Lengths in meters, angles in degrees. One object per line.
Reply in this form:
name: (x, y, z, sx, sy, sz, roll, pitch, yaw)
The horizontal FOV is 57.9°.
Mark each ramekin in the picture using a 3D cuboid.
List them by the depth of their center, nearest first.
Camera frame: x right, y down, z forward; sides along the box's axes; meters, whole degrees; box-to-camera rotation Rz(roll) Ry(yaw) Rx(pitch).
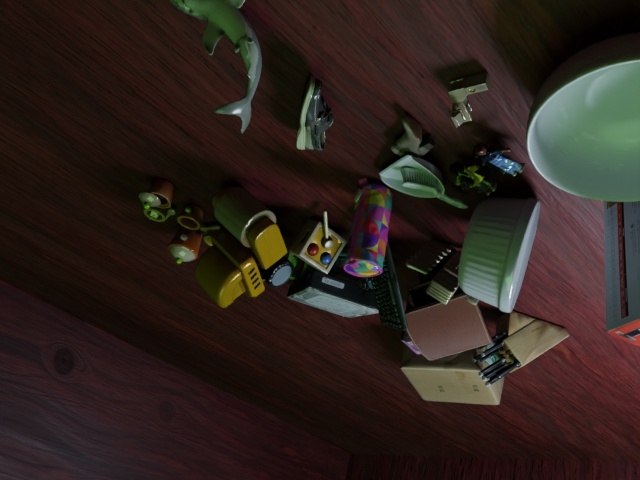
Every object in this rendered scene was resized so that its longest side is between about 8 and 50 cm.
ramekin: (0.410, 0.022, 1.337, 0.127, 0.273, 0.273, 15, 151, 23)

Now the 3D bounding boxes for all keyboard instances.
keyboard: (0.145, 0.084, 1.578, 0.201, 0.033, 0.317, 11, 117, 64)

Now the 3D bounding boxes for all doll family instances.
doll family: (0.348, -0.158, 1.252, 0.111, 0.076, 0.193, 29, 142, -12)

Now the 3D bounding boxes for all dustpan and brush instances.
dustpan and brush: (0.256, -0.124, 1.344, 0.211, 0.060, 0.147, 13, 163, -20)

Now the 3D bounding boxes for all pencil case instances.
pencil case: (0.116, -0.029, 1.414, 0.104, 0.236, 0.104, 7, 155, 3)

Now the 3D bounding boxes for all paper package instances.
paper package: (0.476, 0.449, 2.069, 0.310, 0.168, 0.325, -4, 143, 27)

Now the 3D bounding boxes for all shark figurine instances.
shark figurine: (-0.151, -0.362, 1.096, 0.166, 0.278, 0.116, -23, -179, 8)

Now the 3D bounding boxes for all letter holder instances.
letter holder: (0.347, 0.201, 1.676, 0.214, 0.152, 0.302, -22, 138, 12)

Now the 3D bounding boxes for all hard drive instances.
hard drive: (0.039, 0.176, 1.816, 0.237, 0.064, 0.339, 19, 166, -11)

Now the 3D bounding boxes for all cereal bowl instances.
cereal bowl: (0.532, -0.221, 0.995, 0.339, 0.141, 0.339, 11, 148, 7)

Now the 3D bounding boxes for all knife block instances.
knife block: (0.612, 0.352, 1.776, 0.276, 0.242, 0.088, 18, 151, -5)

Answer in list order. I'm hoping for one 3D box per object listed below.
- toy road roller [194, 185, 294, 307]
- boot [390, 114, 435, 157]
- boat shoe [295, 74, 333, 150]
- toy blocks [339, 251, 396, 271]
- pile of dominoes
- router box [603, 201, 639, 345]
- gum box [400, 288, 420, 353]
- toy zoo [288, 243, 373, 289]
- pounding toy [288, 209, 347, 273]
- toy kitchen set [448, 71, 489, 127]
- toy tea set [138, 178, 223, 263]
toy road roller: (-0.236, 0.038, 1.608, 0.202, 0.241, 0.329, 40, 157, 31)
boot: (0.188, -0.217, 1.256, 0.118, 0.042, 0.087, 37, 145, -30)
boat shoe: (-0.008, -0.266, 1.238, 0.073, 0.080, 0.223, 11, 154, -2)
toy blocks: (0.139, 0.065, 1.715, 0.148, 0.054, 0.123, 0, 145, 24)
pile of dominoes: (0.330, 0.085, 1.482, 0.196, 0.251, 0.040, 32, 118, 16)
router box: (0.675, -0.006, 1.085, 0.082, 0.335, 0.301, 23, 148, -9)
gum box: (0.315, 0.257, 1.812, 0.062, 0.188, 0.107, -12, 140, 38)
toy zoo: (0.035, 0.107, 1.853, 0.293, 0.030, 0.192, 17, 149, -2)
pounding toy: (0.000, 0.000, 1.615, 0.130, 0.141, 0.100, 35, 172, -29)
toy kitchen set: (0.292, -0.262, 1.109, 0.075, 0.068, 0.083, -7, 142, 33)
toy tea set: (-0.437, -0.038, 1.745, 0.200, 0.124, 0.336, -8, 141, 35)
